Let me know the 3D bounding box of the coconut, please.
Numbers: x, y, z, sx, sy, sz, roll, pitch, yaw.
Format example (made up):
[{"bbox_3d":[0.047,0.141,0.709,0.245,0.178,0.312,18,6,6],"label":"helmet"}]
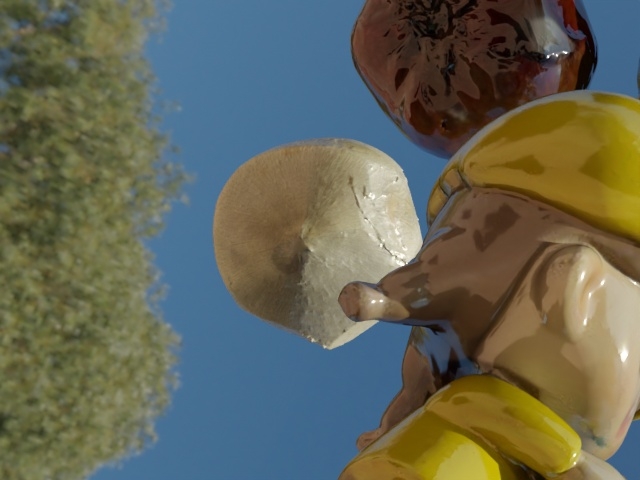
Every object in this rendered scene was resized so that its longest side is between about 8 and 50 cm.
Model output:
[{"bbox_3d":[0.000,0.000,1.428,0.245,0.245,0.247,-49,180,16],"label":"coconut"}]

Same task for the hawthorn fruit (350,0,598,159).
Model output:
[{"bbox_3d":[0.203,-0.235,1.559,0.308,0.325,0.308,-17,-125,26],"label":"hawthorn fruit"}]

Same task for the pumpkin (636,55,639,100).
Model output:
[{"bbox_3d":[0.589,-0.172,1.627,0.344,0.454,0.454,-9,-127,2],"label":"pumpkin"}]

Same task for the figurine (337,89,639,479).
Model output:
[{"bbox_3d":[0.099,0.070,0.624,0.187,0.215,0.344,26,-129,15],"label":"figurine"}]
